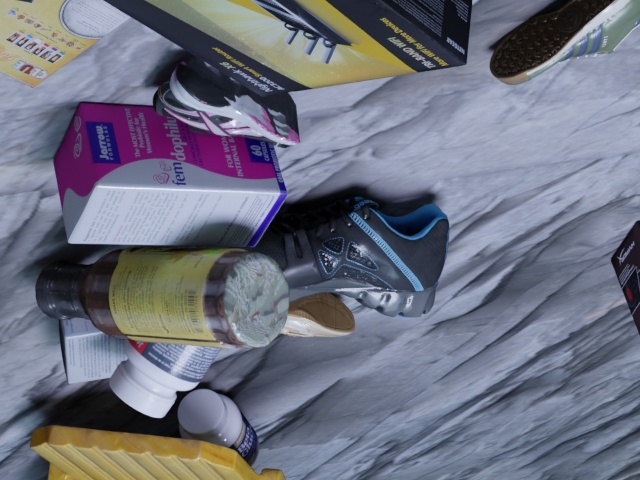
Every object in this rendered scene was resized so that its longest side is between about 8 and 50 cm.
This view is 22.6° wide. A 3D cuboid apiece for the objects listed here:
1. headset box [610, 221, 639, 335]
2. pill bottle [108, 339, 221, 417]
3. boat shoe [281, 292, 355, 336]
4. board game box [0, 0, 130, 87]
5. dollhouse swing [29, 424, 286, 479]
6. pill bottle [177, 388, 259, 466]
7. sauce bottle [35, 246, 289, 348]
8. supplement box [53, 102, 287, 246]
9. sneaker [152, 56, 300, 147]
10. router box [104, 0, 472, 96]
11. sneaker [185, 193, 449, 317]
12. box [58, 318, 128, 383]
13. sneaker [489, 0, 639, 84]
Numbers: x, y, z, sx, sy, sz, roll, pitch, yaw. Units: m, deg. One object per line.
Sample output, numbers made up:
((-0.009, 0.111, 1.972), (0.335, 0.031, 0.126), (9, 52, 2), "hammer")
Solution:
((0.558, 0.113, 2.204), (0.218, 0.293, 0.110), (-6, 149, -18), "headset box")
((-0.174, 0.118, 1.927), (0.108, 0.108, 0.180), (23, 104, -48), "pill bottle")
((-0.033, 0.099, 2.136), (0.170, 0.063, 0.059), (18, 140, -31), "boat shoe")
((-0.292, -0.235, 1.446), (0.165, 0.042, 0.243), (-31, 148, 25), "board game box")
((-0.246, 0.428, 2.271), (0.346, 0.315, 0.305), (5, 175, 11), "dollhouse swing")
((-0.153, 0.280, 2.349), (0.094, 0.094, 0.169), (-18, 151, 4), "pill bottle")
((-0.192, 0.061, 1.813), (0.344, 0.111, 0.111), (2, 166, 40), "sauce bottle")
((-0.163, -0.068, 1.728), (0.220, 0.111, 0.114), (0, 147, -26), "supplement box")
((-0.101, -0.141, 1.694), (0.178, 0.072, 0.077), (23, 145, -38), "sneaker")
((-0.043, -0.232, 1.443), (0.243, 0.081, 0.309), (-5, 160, 35), "router box")
((0.000, 0.000, 1.956), (0.340, 0.125, 0.140), (6, 117, -28), "sneaker")
((-0.261, 0.113, 2.032), (0.137, 0.072, 0.126), (-8, 149, -12), "box")
((0.282, -0.218, 1.729), (0.192, 0.064, 0.086), (-36, 140, 26), "sneaker")
